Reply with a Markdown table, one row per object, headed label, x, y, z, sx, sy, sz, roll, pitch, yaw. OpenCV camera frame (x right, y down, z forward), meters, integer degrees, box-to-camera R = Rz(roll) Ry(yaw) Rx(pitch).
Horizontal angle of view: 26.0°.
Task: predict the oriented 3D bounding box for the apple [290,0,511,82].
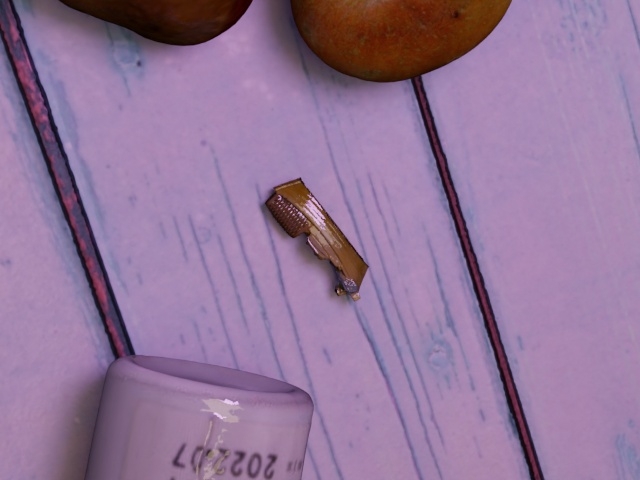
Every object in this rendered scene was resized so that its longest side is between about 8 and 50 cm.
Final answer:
| label | x | y | z | sx | sy | sz | roll | pitch | yaw |
| --- | --- | --- | --- | --- | --- | --- | --- | --- | --- |
| apple | 0.085 | -0.268 | 1.400 | 0.237 | 0.207 | 0.237 | 0 | 88 | 11 |

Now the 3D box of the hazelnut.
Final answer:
| label | x | y | z | sx | sy | sz | roll | pitch | yaw |
| --- | --- | --- | --- | --- | --- | --- | --- | --- | --- |
| hazelnut | -0.153 | -0.299 | 1.323 | 0.229 | 0.229 | 0.229 | -1 | 94 | -18 |

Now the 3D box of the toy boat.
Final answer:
| label | x | y | z | sx | sy | sz | roll | pitch | yaw |
| --- | --- | --- | --- | --- | --- | --- | --- | --- | --- |
| toy boat | 0.000 | 0.000 | 1.460 | 0.049 | 0.047 | 0.149 | -38 | 101 | 2 |

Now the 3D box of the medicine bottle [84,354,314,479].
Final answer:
| label | x | y | z | sx | sy | sz | roll | pitch | yaw |
| --- | --- | --- | --- | --- | --- | --- | --- | --- | --- |
| medicine bottle | -0.137 | 0.311 | 1.347 | 0.211 | 0.211 | 0.371 | 10 | 90 | -18 |
